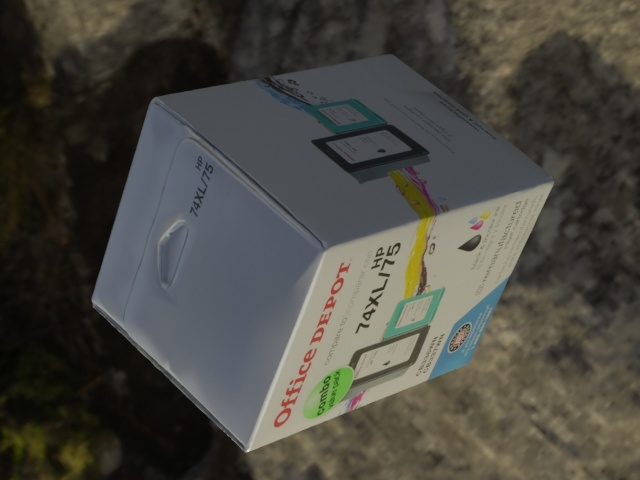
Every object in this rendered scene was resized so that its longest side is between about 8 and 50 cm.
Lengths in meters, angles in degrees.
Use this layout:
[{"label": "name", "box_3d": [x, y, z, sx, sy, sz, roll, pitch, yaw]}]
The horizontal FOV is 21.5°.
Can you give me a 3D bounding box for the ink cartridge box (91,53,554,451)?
[{"label": "ink cartridge box", "box_3d": [0.000, 0.000, 1.312, 0.197, 0.270, 0.198, 41, 127, 29]}]
